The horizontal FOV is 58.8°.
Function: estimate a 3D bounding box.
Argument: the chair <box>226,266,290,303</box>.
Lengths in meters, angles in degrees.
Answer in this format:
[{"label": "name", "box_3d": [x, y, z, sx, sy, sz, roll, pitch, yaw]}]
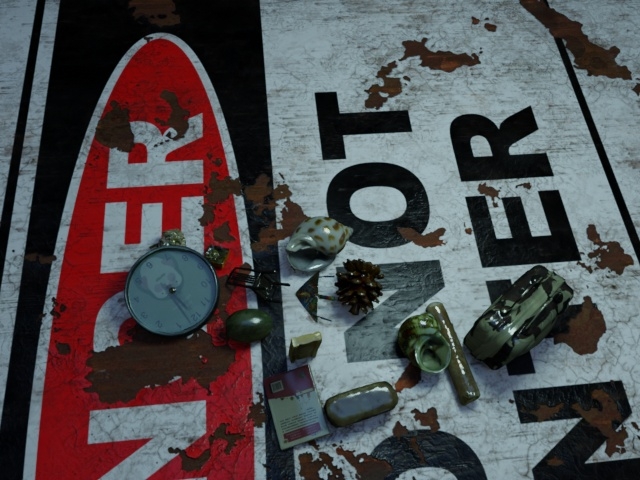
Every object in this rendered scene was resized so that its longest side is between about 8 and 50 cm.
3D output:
[{"label": "chair", "box_3d": [-0.222, 0.154, 1.989, 0.212, 0.101, 0.084, 1, 55, 40]}]

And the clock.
[{"label": "clock", "box_3d": [-0.500, 0.171, 1.922, 0.318, 0.066, 0.319, 2, 78, -7]}]

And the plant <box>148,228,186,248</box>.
[{"label": "plant", "box_3d": [-0.552, 0.013, 2.043, 0.122, 0.104, 0.116, -5, 23, 24]}]

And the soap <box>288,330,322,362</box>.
[{"label": "soap", "box_3d": [-0.050, 0.339, 1.801, 0.092, 0.252, 0.037, -13, 69, -11]}]

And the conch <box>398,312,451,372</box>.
[{"label": "conch", "box_3d": [0.348, 0.332, 1.888, 0.187, 0.124, 0.181, 23, 88, 9]}]

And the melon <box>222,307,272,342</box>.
[{"label": "melon", "box_3d": [-0.244, 0.283, 1.893, 0.167, 0.114, 0.114, -2, 64, -7]}]

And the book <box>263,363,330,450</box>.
[{"label": "book", "box_3d": [-0.079, 0.531, 1.821, 0.162, 0.022, 0.232, -19, 67, -1]}]

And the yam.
[{"label": "yam", "box_3d": [0.442, 0.370, 1.911, 0.081, 0.081, 0.357, -14, 65, -10]}]

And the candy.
[{"label": "candy", "box_3d": [0.128, 0.520, 1.806, 0.234, 0.104, 0.102, -17, 71, -11]}]

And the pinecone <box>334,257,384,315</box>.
[{"label": "pinecone", "box_3d": [0.128, 0.158, 1.944, 0.150, 0.179, 0.195, 0, 85, -35]}]

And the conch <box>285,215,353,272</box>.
[{"label": "conch", "box_3d": [0.000, 0.000, 2.029, 0.274, 0.183, 0.149, -5, 33, -13]}]

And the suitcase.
[{"label": "suitcase", "box_3d": [0.651, 0.249, 1.838, 0.351, 0.339, 0.194, -39, 72, -20]}]

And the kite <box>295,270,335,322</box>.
[{"label": "kite", "box_3d": [-0.019, 0.194, 1.973, 0.160, 0.010, 0.183, 4, 91, 28]}]

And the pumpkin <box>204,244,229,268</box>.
[{"label": "pumpkin", "box_3d": [-0.374, 0.055, 2.033, 0.083, 0.054, 0.074, 13, 59, 8]}]
